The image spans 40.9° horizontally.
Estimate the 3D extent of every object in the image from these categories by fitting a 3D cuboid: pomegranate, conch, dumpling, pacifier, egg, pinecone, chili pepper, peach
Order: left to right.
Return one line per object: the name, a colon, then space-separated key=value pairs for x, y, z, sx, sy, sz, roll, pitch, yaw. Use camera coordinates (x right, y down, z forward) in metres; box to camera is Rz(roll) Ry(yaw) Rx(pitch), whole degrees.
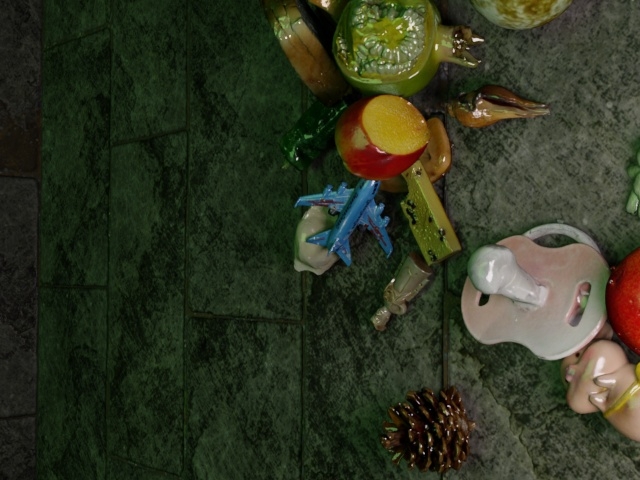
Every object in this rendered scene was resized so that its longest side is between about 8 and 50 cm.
chili pepper: x=-0.011 y=-0.273 z=2.163 sx=0.270 sy=0.099 sz=0.136 roll=-46 pitch=66 yaw=30
dumpling: x=0.000 y=0.000 z=2.133 sx=0.118 sy=0.136 sz=0.199 roll=-81 pitch=12 yaw=-64
peach: x=0.133 y=-0.221 z=1.842 sx=0.192 sy=0.190 sz=0.190 roll=-22 pitch=71 yaw=23
pomegranate: x=0.186 y=-0.430 z=1.881 sx=0.340 sy=0.260 sz=0.261 roll=14 pitch=99 yaw=16
pinecone: x=0.222 y=0.400 z=1.812 sx=0.169 sy=0.212 sz=0.186 roll=-51 pitch=45 yaw=32
conch: x=0.360 y=-0.286 z=1.794 sx=0.232 sy=0.086 sz=0.080 roll=-11 pitch=40 yaw=33
egg: x=0.389 y=-0.548 z=1.659 sx=0.238 sy=0.238 sz=0.290 roll=-27 pitch=52 yaw=42
pacifier: x=0.394 y=0.095 z=1.642 sx=0.332 sy=0.273 sz=0.221 roll=11 pitch=111 yaw=50
pomegranate: x=0.600 y=0.101 z=1.445 sx=0.235 sy=0.210 sz=0.210 roll=-1 pitch=87 yaw=4

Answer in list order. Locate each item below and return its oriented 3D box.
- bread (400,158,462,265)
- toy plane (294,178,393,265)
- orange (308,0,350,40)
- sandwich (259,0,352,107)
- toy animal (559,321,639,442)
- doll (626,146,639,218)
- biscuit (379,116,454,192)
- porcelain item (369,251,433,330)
bread: x=0.231 y=-0.062 z=1.906 sx=0.088 sy=0.049 sz=0.226 roll=-33 pitch=78 yaw=45
toy plane: x=0.078 y=-0.069 z=2.008 sx=0.254 sy=0.105 sz=0.271 roll=30 pitch=114 yaw=-2
orange: x=0.013 y=-0.631 z=2.037 sx=0.196 sy=0.262 sz=0.335 roll=-35 pitch=52 yaw=25
sandwich: x=-0.051 y=-0.504 z=2.051 sx=0.099 sy=0.271 sz=0.301 roll=-27 pitch=50 yaw=10
toy animal: x=0.541 y=0.265 z=1.535 sx=0.248 sy=0.149 sz=0.165 roll=40 pitch=108 yaw=47
doll: x=0.597 y=-0.110 z=1.551 sx=0.115 sy=0.077 sz=0.150 roll=-94 pitch=13 yaw=-67
biscuit: x=0.182 y=-0.186 z=1.997 sx=0.299 sy=0.045 sz=0.154 roll=-9 pitch=83 yaw=46
porcelain item: x=0.176 y=0.126 z=1.984 sx=0.213 sy=0.054 sz=0.084 roll=-57 pitch=50 yaw=29
